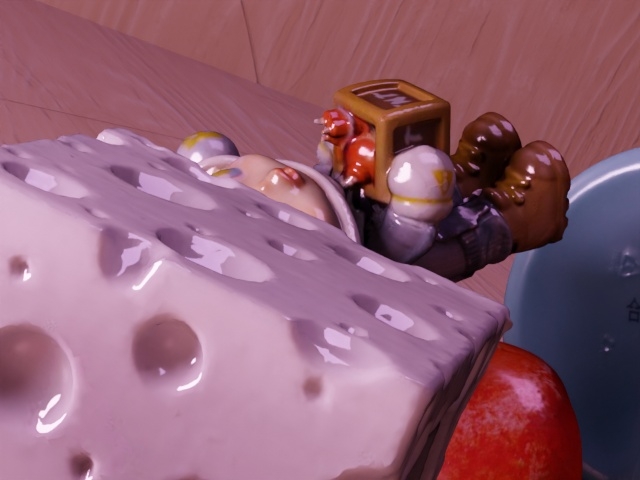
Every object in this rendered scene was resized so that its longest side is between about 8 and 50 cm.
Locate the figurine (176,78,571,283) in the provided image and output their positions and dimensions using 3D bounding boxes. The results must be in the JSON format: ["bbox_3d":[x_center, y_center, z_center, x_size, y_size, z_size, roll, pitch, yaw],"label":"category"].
[{"bbox_3d":[0.002,0.000,1.389,0.382,0.186,0.261,-22,26,-27],"label":"figurine"}]

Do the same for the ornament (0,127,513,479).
[{"bbox_3d":[-0.076,0.105,0.942,0.240,0.240,0.239,25,11,9],"label":"ornament"}]

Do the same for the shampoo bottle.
[{"bbox_3d":[0.374,0.073,1.805,0.331,0.331,0.342,29,12,24],"label":"shampoo bottle"}]

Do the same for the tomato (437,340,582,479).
[{"bbox_3d":[0.100,0.142,1.389,0.187,0.151,0.187,20,16,-6],"label":"tomato"}]
